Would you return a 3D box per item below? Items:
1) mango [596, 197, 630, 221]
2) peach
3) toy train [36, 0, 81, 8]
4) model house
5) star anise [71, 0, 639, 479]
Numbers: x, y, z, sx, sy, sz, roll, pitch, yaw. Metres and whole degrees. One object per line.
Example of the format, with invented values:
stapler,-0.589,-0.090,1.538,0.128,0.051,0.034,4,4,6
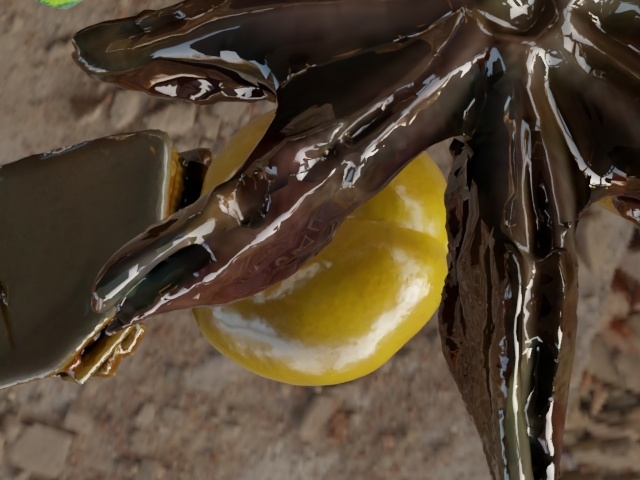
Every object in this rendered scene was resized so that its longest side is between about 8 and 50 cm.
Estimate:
mango,0.162,-0.028,0.731,0.079,0.114,0.057,14,94,-20
peach,0.000,0.000,0.969,0.179,0.179,0.103,-29,149,18
toy train,-0.125,-0.250,0.722,0.178,0.138,0.330,-31,77,7
model house,-0.186,0.020,1.315,0.220,0.229,0.199,-3,88,13
star anise,0.045,-0.061,0.445,0.288,0.088,0.288,1,75,-4
